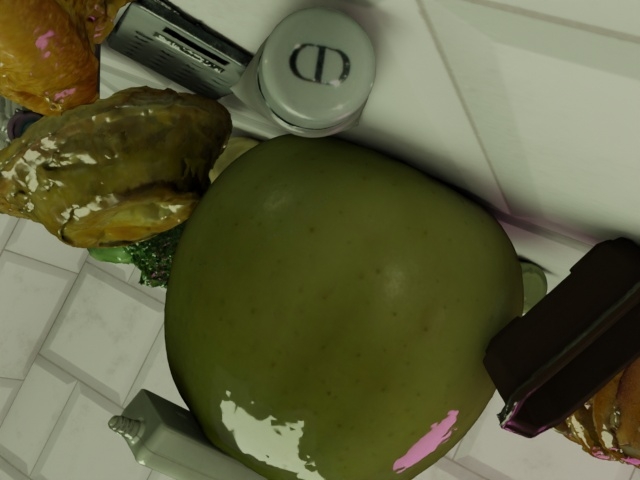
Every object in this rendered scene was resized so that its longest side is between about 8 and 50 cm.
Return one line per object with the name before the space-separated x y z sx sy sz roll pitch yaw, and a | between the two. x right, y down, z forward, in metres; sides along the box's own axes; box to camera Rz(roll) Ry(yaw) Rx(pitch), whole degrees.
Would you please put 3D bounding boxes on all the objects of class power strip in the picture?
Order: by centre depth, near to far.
power strip | -0.133 0.280 0.950 0.338 0.058 0.098 38 180 -37

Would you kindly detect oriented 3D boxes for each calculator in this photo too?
calculator | -0.158 -0.213 0.850 0.161 0.021 0.261 27 175 -21

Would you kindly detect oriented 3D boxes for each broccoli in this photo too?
broccoli | -0.294 -0.071 1.417 0.321 0.310 0.413 10 -139 -42

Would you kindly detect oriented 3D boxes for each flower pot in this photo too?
flower pot | 0.278 0.096 0.792 0.179 0.251 0.084 32 -162 -54

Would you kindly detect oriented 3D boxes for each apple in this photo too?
apple | 0.021 0.098 0.962 0.473 0.474 0.473 26 175 2

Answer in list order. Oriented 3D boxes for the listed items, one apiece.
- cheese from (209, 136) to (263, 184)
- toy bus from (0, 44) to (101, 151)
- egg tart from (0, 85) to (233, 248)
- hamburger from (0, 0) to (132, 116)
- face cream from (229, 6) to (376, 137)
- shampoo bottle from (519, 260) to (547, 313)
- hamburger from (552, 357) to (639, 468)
cheese | -0.077 -0.092 1.247 0.225 0.117 0.214 20 171 10
toy bus | -0.386 -0.218 1.009 0.142 0.203 0.142 24 -153 36
egg tart | -0.265 -0.078 0.971 0.341 0.129 0.341 -17 167 -4
hamburger | -0.255 -0.215 0.447 0.314 0.170 0.290 28 172 -16
face cream | -0.015 -0.129 0.654 0.143 0.089 0.314 14 -179 -7
shampoo bottle | 0.285 0.065 1.186 0.079 0.079 0.162 28 176 -21
hamburger | 0.485 0.236 1.179 0.211 0.260 0.245 -4 112 62
